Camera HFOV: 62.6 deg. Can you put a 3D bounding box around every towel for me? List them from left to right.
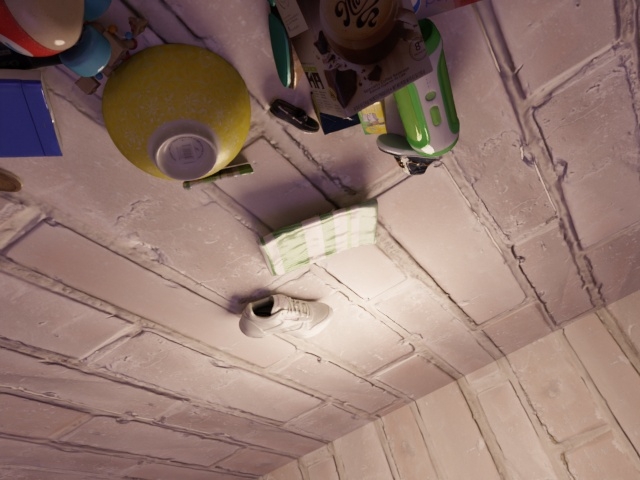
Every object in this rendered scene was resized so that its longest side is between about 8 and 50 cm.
[{"bbox_3d":[-0.224,-0.140,1.162,0.152,0.113,0.023,-13,107,-7],"label":"towel"},{"bbox_3d":[0.000,0.000,1.433,0.325,0.038,0.248,-17,155,-3],"label":"towel"}]

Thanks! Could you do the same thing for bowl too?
[{"bbox_3d":[-0.267,-0.208,1.019,0.289,0.156,0.289,-11,142,-9],"label":"bowl"}]

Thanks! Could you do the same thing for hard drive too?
[{"bbox_3d":[-0.638,-0.214,0.911,0.318,0.040,0.210,-4,155,-18],"label":"hard drive"}]

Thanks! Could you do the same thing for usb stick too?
[{"bbox_3d":[-0.547,-0.309,0.871,0.278,0.045,0.077,-13,151,-8],"label":"usb stick"}]

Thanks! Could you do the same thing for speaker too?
[{"bbox_3d":[0.215,-0.313,1.113,0.131,0.131,0.296,-25,141,7],"label":"speaker"}]

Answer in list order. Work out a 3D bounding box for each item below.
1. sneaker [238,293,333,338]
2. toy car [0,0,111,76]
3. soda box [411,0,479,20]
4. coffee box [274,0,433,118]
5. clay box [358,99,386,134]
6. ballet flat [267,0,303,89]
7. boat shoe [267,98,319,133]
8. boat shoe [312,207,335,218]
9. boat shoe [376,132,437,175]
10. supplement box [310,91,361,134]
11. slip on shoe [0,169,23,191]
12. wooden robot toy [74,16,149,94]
[{"bbox_3d":[-0.098,0.234,1.651,0.305,0.114,0.152,-4,141,-18],"label":"sneaker"},{"bbox_3d":[-0.467,-0.342,0.755,0.238,0.210,0.219,-13,161,17],"label":"toy car"},{"bbox_3d":[0.174,-0.459,0.949,0.263,0.092,0.083,-18,144,-1],"label":"soda box"},{"bbox_3d":[0.032,-0.362,0.801,0.168,0.119,0.297,-31,116,-10],"label":"coffee box"},{"bbox_3d":[0.098,-0.292,1.037,0.053,0.127,0.222,-5,174,9],"label":"clay box"},{"bbox_3d":[-0.043,-0.408,0.917,0.106,0.107,0.316,-22,144,-8],"label":"ballet flat"},{"bbox_3d":[-0.050,-0.267,1.129,0.125,0.046,0.038,19,134,-27],"label":"boat shoe"},{"bbox_3d":[-0.005,-0.058,1.410,0.100,0.035,0.035,-22,114,10],"label":"boat shoe"},{"bbox_3d":[0.204,-0.204,1.290,0.183,0.065,0.083,4,135,-28],"label":"boat shoe"},{"bbox_3d":[0.032,-0.280,1.112,0.083,0.083,0.056,-18,142,-2],"label":"supplement box"},{"bbox_3d":[-0.666,-0.122,1.047,0.051,0.041,0.135,-39,138,23],"label":"slip on shoe"},{"bbox_3d":[-0.373,-0.338,0.905,0.079,0.076,0.173,43,113,-15],"label":"wooden robot toy"}]
